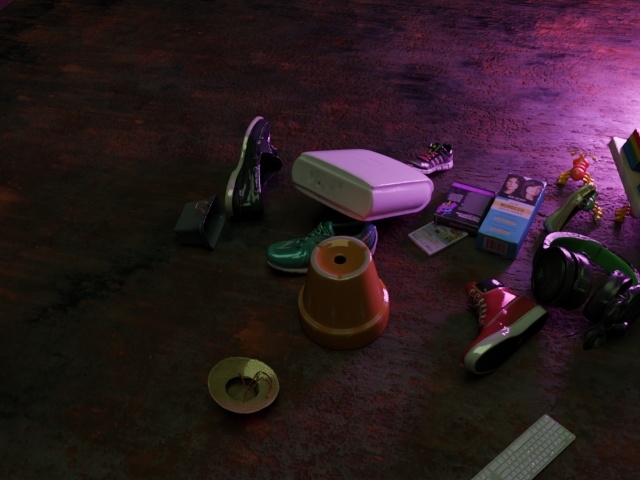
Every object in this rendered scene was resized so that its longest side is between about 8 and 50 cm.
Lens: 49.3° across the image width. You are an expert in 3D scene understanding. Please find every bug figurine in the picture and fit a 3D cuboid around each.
[{"bbox_3d":[0.747,-0.131,1.766,0.278,0.072,0.216,13,47,17],"label":"bug figurine"}]

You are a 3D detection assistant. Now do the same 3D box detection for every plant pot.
[{"bbox_3d":[0.048,0.099,1.509,0.205,0.188,0.205,-2,44,2],"label":"plant pot"}]

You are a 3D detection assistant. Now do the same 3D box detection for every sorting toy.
[{"bbox_3d":[0.862,-0.151,1.689,0.255,0.089,0.257,12,49,-13],"label":"sorting toy"}]

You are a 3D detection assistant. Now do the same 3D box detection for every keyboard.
[{"bbox_3d":[0.362,0.416,1.287,0.256,0.014,0.072,-31,50,-25],"label":"keyboard"}]

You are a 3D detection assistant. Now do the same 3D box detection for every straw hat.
[{"bbox_3d":[-0.159,0.307,1.407,0.144,0.061,0.145,10,42,-9],"label":"straw hat"}]

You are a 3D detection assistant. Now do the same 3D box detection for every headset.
[{"bbox_3d":[0.574,0.088,1.452,0.243,0.185,0.394,25,35,6],"label":"headset"}]

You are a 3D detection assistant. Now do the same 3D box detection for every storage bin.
[{"bbox_3d":[-0.310,-0.050,1.765,0.091,0.098,0.135,-4,44,16],"label":"storage bin"}]

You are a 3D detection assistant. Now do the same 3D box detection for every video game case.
[{"bbox_3d":[0.291,-0.012,1.728,0.122,0.011,0.087,-27,48,-20],"label":"video game case"}]

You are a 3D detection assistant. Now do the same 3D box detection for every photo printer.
[{"bbox_3d":[0.118,-0.146,1.741,0.256,0.107,0.307,29,25,34],"label":"photo printer"}]

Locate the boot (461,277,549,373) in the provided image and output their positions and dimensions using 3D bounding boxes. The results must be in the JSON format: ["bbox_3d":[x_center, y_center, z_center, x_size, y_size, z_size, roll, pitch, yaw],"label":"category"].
[{"bbox_3d":[0.344,0.173,1.487,0.244,0.089,0.176,-28,48,-32],"label":"boot"}]

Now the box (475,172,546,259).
[{"bbox_3d":[0.475,-0.064,1.729,0.100,0.060,0.244,19,49,22],"label":"box"}]

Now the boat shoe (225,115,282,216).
[{"bbox_3d":[-0.161,-0.201,1.876,0.113,0.127,0.340,6,47,10],"label":"boat shoe"}]

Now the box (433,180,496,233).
[{"bbox_3d":[0.368,-0.086,1.774,0.116,0.029,0.162,18,43,20],"label":"box"}]

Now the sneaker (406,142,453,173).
[{"bbox_3d":[0.296,-0.226,1.868,0.170,0.075,0.063,-13,33,-36],"label":"sneaker"}]

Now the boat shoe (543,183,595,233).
[{"bbox_3d":[0.613,-0.073,1.695,0.153,0.056,0.048,-43,56,10],"label":"boat shoe"}]

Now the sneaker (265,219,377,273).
[{"bbox_3d":[0.000,0.000,1.670,0.275,0.110,0.107,-13,45,-7],"label":"sneaker"}]
